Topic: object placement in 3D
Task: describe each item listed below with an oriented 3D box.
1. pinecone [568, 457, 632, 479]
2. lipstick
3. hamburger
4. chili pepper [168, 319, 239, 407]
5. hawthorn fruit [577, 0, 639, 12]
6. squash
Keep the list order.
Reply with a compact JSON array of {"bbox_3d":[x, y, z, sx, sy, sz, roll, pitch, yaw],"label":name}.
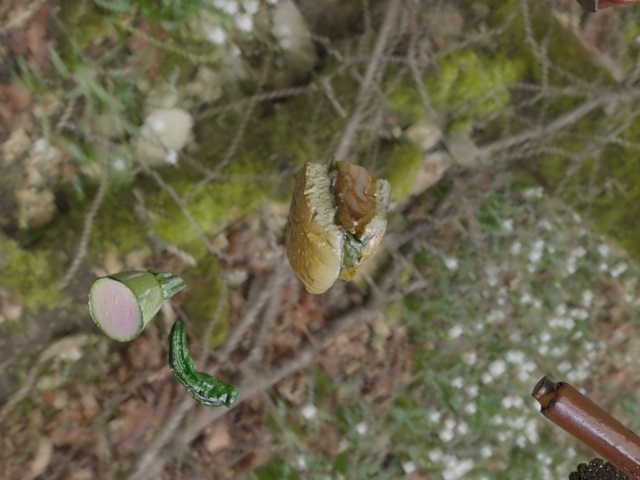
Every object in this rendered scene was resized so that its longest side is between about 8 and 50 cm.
[{"bbox_3d":[0.542,0.496,2.472,0.140,0.140,0.120,-29,144,-32],"label":"pinecone"},{"bbox_3d":[0.526,0.362,2.080,0.077,0.418,0.077,-54,178,-3],"label":"lipstick"},{"bbox_3d":[0.000,0.000,1.799,0.207,0.135,0.155,123,-13,-47],"label":"hamburger"},{"bbox_3d":[-0.220,0.229,2.243,0.073,0.182,0.050,-38,177,-9],"label":"chili pepper"},{"bbox_3d":[0.528,-0.494,2.192,0.251,0.189,0.189,-8,159,-22],"label":"hawthorn fruit"},{"bbox_3d":[-0.263,0.075,1.870,0.105,0.105,0.132,-44,174,40],"label":"squash"}]
